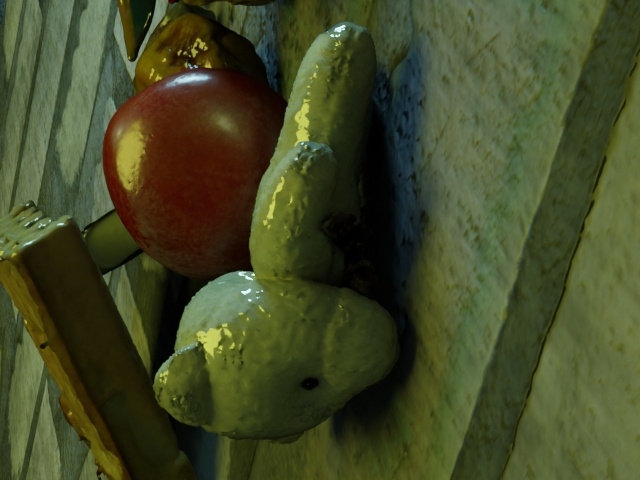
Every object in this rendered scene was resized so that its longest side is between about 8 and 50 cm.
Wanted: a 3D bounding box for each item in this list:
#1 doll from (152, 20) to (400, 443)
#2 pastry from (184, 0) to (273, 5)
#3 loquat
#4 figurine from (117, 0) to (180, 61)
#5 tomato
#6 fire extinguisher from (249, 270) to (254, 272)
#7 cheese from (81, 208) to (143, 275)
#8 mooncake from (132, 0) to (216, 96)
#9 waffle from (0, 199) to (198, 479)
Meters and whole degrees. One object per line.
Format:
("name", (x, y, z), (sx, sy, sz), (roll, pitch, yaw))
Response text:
("doll", (0.000, -0.001, 0.997), (0.149, 0.175, 0.278), (7, 79, 34))
("pastry", (-0.095, -0.306, 1.300), (0.102, 0.154, 0.250), (61, -147, -76))
("loquat", (-0.100, -0.126, 1.314), (0.137, 0.113, 0.137), (-25, 60, 53))
("figurine", (-0.228, -0.421, 1.560), (0.387, 0.268, 0.401), (-107, 25, -45))
("tomato", (-0.091, -0.046, 1.185), (0.167, 0.167, 0.167), (-173, 90, -71))
("fire extinguisher", (-0.060, 0.032, 1.270), (0.038, 0.025, 0.083), (-66, -11, -72))
("cheese", (-0.200, -0.008, 1.607), (0.050, 0.127, 0.255), (55, 174, -2))
("mooncake", (-0.142, -0.153, 1.503), (0.125, 0.073, 0.130), (117, 151, -42))
("waffle", (-0.224, 0.114, 1.449), (0.304, 0.077, 0.348), (65, 166, -13))
